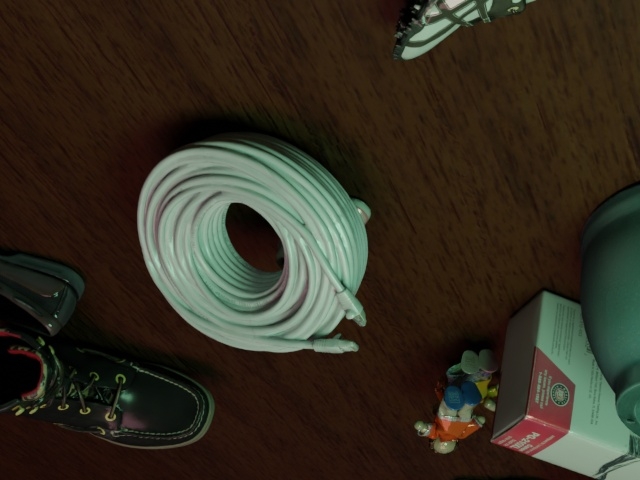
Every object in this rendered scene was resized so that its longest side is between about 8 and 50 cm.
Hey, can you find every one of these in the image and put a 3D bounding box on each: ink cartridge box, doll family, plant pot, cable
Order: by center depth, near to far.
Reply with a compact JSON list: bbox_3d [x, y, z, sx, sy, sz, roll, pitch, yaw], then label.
[{"bbox_3d":[0.398,0.098,1.086,0.293,0.196,0.293,13,148,8],"label":"plant pot"},{"bbox_3d":[-0.074,0.002,1.175,0.257,0.089,0.257,-6,113,31],"label":"cable"},{"bbox_3d":[0.338,0.186,1.279,0.237,0.172,0.100,21,148,-8],"label":"ink cartridge box"},{"bbox_3d":[0.247,0.210,1.438,0.263,0.118,0.163,-1,142,-8],"label":"doll family"}]

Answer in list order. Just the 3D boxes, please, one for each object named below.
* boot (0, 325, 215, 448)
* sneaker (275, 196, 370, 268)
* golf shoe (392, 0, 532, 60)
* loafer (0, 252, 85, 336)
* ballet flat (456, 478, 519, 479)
[{"bbox_3d":[-0.366,0.215,1.584,0.377,0.138,0.284,15,171,13],"label":"boot"},{"bbox_3d":[0.000,0.000,1.235,0.134,0.070,0.051,-20,132,41],"label":"sneaker"},{"bbox_3d":[0.125,-0.198,0.872,0.094,0.077,0.198,23,148,-12],"label":"golf shoe"},{"bbox_3d":[-0.487,0.063,1.511,0.303,0.095,0.109,10,147,9],"label":"loafer"},{"bbox_3d":[0.294,0.421,1.772,0.173,0.049,0.057,-8,142,32],"label":"ballet flat"}]
